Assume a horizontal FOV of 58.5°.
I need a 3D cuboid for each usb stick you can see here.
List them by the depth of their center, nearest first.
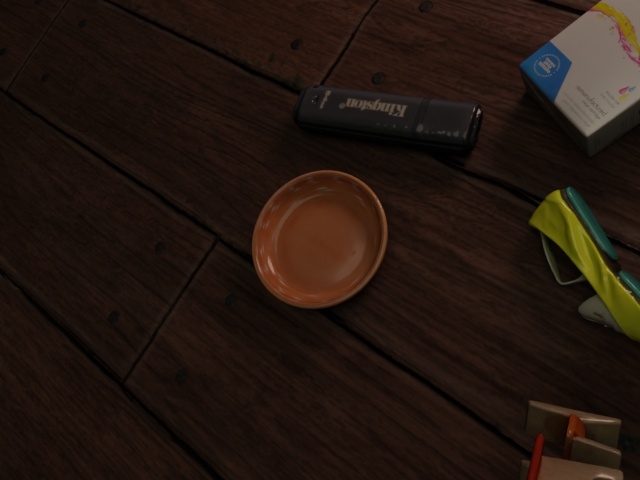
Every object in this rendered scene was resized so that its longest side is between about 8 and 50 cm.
[{"bbox_3d":[0.090,-0.176,0.816,0.278,0.045,0.077,14,80,25],"label":"usb stick"}]

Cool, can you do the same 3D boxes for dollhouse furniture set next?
[{"bbox_3d":[0.185,0.308,0.525,0.135,0.262,0.259,8,108,26],"label":"dollhouse furniture set"}]

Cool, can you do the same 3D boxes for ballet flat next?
[{"bbox_3d":[0.316,0.044,0.650,0.077,0.077,0.231,-42,58,29],"label":"ballet flat"}]

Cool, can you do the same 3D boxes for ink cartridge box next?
[{"bbox_3d":[0.379,-0.228,0.686,0.231,0.078,0.134,-38,63,15],"label":"ink cartridge box"}]

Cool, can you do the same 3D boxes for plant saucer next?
[{"bbox_3d":[0.000,0.000,0.802,0.200,0.037,0.200,-6,72,19],"label":"plant saucer"}]
